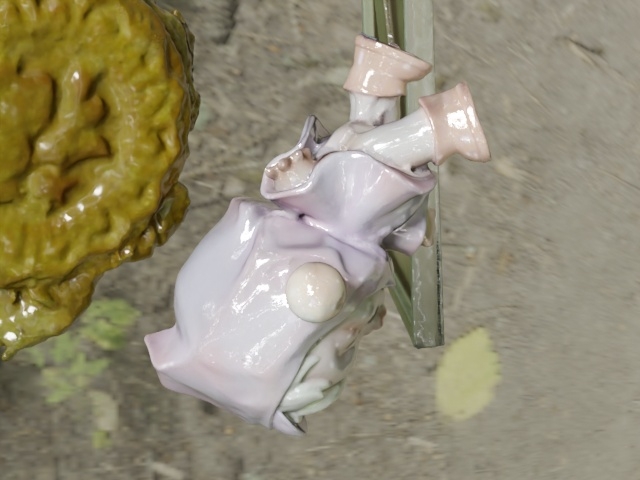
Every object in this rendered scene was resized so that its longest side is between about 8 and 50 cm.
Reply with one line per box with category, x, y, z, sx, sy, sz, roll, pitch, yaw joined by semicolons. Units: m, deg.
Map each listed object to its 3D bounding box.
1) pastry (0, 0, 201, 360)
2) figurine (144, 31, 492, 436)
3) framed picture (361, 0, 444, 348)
pastry;-0.192;-0.083;1.211;0.240;0.235;0.132;-40;33;-7
figurine;-0.001;0.001;1.200;0.133;0.200;0.276;34;96;4
framed picture;0.071;-0.158;1.731;0.028;0.326;0.446;-4;106;-5
